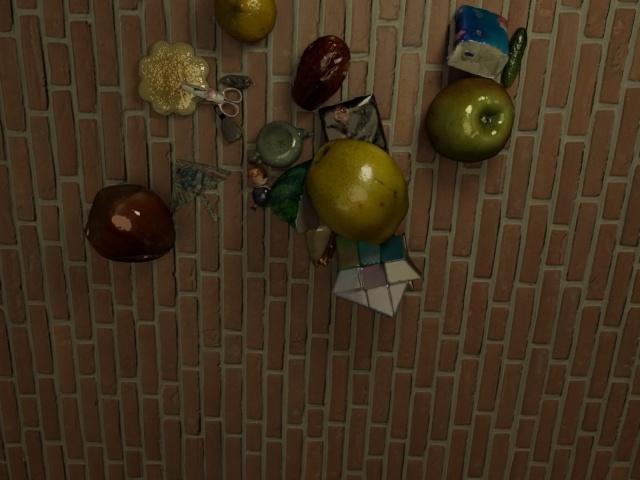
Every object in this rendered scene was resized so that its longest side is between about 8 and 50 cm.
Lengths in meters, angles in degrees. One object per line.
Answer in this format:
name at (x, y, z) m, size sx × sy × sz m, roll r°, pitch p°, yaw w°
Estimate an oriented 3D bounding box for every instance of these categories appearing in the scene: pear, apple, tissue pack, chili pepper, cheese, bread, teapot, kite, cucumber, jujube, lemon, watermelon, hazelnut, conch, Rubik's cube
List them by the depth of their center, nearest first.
pear at (0.140, -0.185, 1.689) m, size 0.418 × 0.362 × 0.362 m, roll 41°, pitch 101°, yaw -16°
lemon at (-0.279, -0.858, 1.692) m, size 0.229 × 0.253 × 0.228 m, roll 2°, pitch 98°, yaw 12°
tissue pack at (0.587, -0.749, 1.700) m, size 0.209 × 0.269 × 0.137 m, roll 16°, pitch 146°, yaw -1°
apple at (0.579, -0.466, 1.758) m, size 0.339 × 0.305 × 0.338 m, roll 0°, pitch 103°, yaw 1°
jujube at (-0.002, -0.651, 1.777) m, size 0.197 × 0.197 × 0.290 m, roll 33°, pitch 119°, yaw -7°
cucumber at (0.772, -0.724, 1.815) m, size 0.069 × 0.069 × 0.227 m, roll 8°, pitch 108°, yaw -2°
watermelon at (-0.116, -0.185, 1.827) m, size 0.222 × 0.292 × 0.319 m, roll 4°, pitch 89°, yaw 23°
bread at (-0.598, -0.654, 1.851) m, size 0.316 × 0.054 × 0.316 m, roll 0°, pitch 103°, yaw 1°
chili pepper at (-0.338, -0.647, 1.856) m, size 0.153 × 0.041 × 0.050 m, roll 8°, pitch 84°, yaw 15°
teapot at (-0.167, -0.389, 1.867) m, size 0.294 × 0.129 × 0.193 m, roll -29°, pitch 83°, yaw 3°
tissue pack at (0.144, -0.412, 1.870) m, size 0.245 × 0.123 × 0.332 m, roll -13°, pitch 104°, yaw 6°
hazelnut at (-0.769, -0.061, 1.874) m, size 0.372 × 0.372 × 0.315 m, roll 25°, pitch 60°, yaw -6°
Rubik's cube at (0.223, 0.117, 1.896) m, size 0.387 × 0.358 × 0.368 m, roll 22°, pitch 100°, yaw 7°
cheese at (-0.392, -0.490, 1.899) m, size 0.086 × 0.036 × 0.162 m, roll -30°, pitch 102°, yaw 10°
kite at (-0.530, -0.222, 1.982) m, size 0.335 × 0.011 × 0.314 m, roll -30°, pitch 102°, yaw 8°
conch at (-0.005, -0.008, 1.993) m, size 0.158 × 0.127 × 0.255 m, roll -7°, pitch 131°, yaw -27°

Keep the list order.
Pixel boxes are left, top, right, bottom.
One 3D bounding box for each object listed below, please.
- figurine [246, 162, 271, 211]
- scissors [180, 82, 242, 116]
figurine at (-0.257, -0.219, 1.935) m, size 0.112 × 0.102 × 0.195 m, roll -12°, pitch 108°, yaw 26°
scissors at (-0.442, -0.583, 1.838) m, size 0.242 × 0.030 × 0.118 m, roll 13°, pitch 88°, yaw -21°
